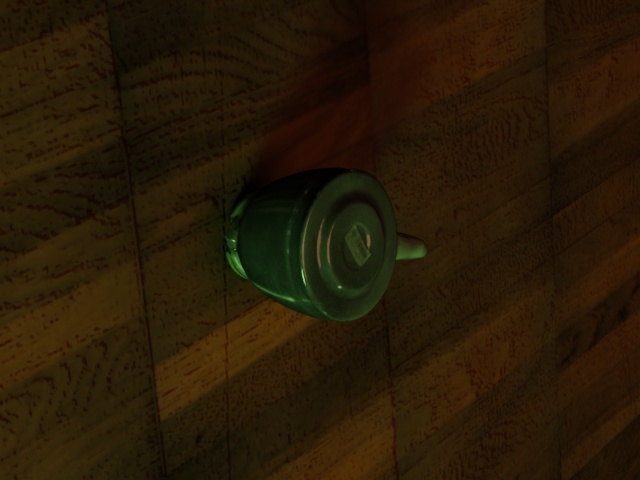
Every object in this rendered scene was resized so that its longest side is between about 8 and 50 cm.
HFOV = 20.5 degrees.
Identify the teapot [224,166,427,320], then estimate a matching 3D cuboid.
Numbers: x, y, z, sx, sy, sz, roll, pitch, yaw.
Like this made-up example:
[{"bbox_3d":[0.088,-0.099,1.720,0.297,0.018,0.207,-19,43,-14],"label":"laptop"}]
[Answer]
[{"bbox_3d":[-0.004,0.007,1.088,0.124,0.090,0.092,43,63,-45],"label":"teapot"}]
